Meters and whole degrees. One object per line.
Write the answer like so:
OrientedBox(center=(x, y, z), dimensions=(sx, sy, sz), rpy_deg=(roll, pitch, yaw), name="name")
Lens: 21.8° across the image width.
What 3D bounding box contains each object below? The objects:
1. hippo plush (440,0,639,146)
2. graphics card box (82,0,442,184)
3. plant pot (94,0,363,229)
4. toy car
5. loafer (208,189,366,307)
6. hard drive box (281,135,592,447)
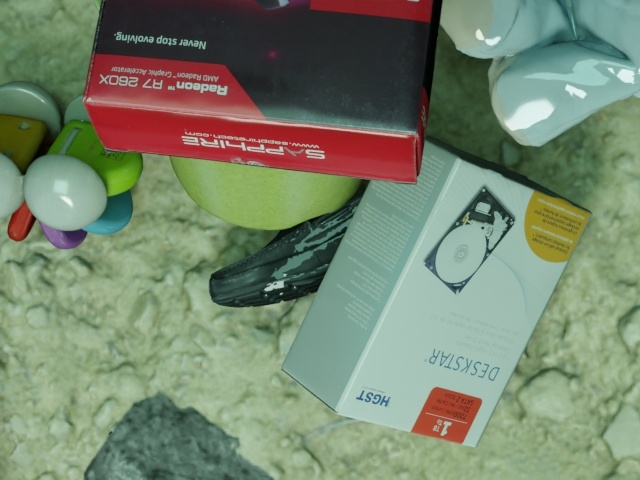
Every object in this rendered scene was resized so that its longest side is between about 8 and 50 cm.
OrientedBox(center=(0.252, -0.221, 1.335), dimensions=(0.294, 0.236, 0.234), rpy_deg=(-7, 108, 19), name="hippo plush")
OrientedBox(center=(-0.021, -0.237, 1.180), dimensions=(0.233, 0.094, 0.371), rpy_deg=(7, 73, 7), name="graphics card box")
OrientedBox(center=(-0.041, -0.150, 1.373), dimensions=(0.276, 0.254, 0.276), rpy_deg=(0, 56, 0), name="plant pot")
OrientedBox(center=(-0.247, -0.054, 1.515), dimensions=(0.182, 0.159, 0.136), rpy_deg=(6, 129, 11), name="toy car")
OrientedBox(center=(0.000, 0.000, 1.493), dimensions=(0.223, 0.076, 0.078), rpy_deg=(-21, 76, 13), name="loafer")
OrientedBox(center=(0.100, 0.042, 1.410), dimensions=(0.089, 0.181, 0.232), rpy_deg=(34, 103, 47), name="hard drive box")
